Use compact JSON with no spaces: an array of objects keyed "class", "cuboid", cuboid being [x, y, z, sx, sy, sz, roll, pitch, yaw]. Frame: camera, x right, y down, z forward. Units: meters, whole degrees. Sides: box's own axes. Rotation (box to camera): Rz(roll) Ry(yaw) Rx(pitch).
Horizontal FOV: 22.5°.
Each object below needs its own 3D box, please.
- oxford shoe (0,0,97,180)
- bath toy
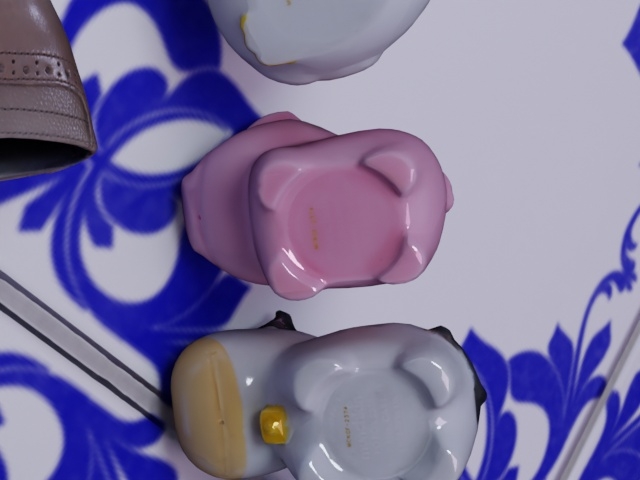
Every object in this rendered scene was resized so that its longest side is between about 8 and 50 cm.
[{"class":"oxford shoe","cuboid":[-0.221,-0.009,0.507,0.364,0.130,0.132,-33,95,-34]},{"class":"bath toy","cuboid":[0.000,0.000,0.755,0.129,0.151,0.348,-57,144,-75]}]
